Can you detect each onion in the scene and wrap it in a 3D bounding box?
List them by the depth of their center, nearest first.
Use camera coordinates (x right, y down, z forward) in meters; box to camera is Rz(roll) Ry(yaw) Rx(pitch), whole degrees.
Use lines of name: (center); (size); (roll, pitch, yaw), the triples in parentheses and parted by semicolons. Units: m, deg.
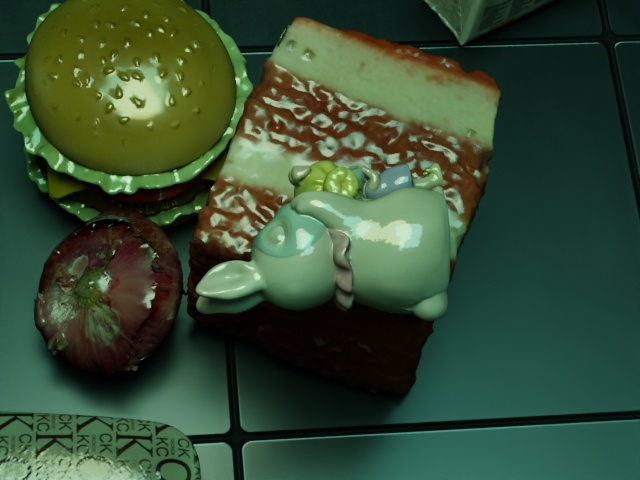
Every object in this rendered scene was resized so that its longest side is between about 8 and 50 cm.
onion: (-0.215, 0.062, 1.862); (0.184, 0.147, 0.184); (-13, 68, 36)

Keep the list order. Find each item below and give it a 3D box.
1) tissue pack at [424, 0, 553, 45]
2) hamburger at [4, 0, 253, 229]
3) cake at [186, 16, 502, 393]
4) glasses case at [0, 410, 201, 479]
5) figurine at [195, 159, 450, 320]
tissue pack: (0.239, -0.372, 2.105); (0.229, 0.159, 0.145); (-29, 68, -18)
hamburger: (-0.212, -0.158, 1.923); (0.274, 0.212, 0.274); (2, 62, -4)
cake: (0.029, -0.035, 1.849); (0.269, 0.270, 0.319); (20, 65, 3)
glasses case: (-0.301, 0.249, 1.778); (0.355, 0.085, 0.137); (3, 64, -3)
figurine: (0.000, 0.000, 1.613); (0.235, 0.127, 0.155); (0, 83, -5)
